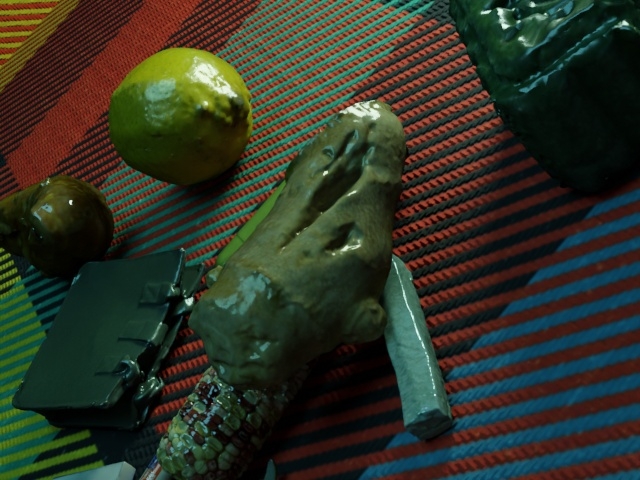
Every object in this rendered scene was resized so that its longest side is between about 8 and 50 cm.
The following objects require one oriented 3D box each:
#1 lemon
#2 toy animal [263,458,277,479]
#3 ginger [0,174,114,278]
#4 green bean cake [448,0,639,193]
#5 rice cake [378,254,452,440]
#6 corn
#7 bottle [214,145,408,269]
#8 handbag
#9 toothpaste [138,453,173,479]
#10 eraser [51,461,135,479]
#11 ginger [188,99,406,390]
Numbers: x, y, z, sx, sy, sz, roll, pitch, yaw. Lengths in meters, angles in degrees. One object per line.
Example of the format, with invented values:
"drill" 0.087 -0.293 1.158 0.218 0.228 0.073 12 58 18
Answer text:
"lemon" -0.205 -0.182 1.611 0.260 0.204 0.204 -7 50 44
"toy animal" -0.123 0.306 1.067 0.155 0.095 0.219 -13 44 38
"ginger" -0.431 -0.021 1.775 0.321 0.172 0.165 -4 89 57
"green bean cake" 0.295 -0.240 1.080 0.308 0.169 0.300 -37 32 17
"rice cake" 0.085 0.098 1.087 0.045 0.042 0.245 -36 32 16
"corn" -0.064 0.145 1.173 0.290 0.098 0.098 -53 31 -15
"bottle" -0.004 -0.030 1.275 0.260 0.112 0.112 -48 31 -1
"handbag" -0.282 0.134 1.477 0.260 0.079 0.247 -9 49 46
"toothpaste" -0.156 0.223 1.266 0.052 0.033 0.218 5 55 47
"eraser" -0.293 0.328 1.325 0.150 0.023 0.104 -20 41 38
"ginger" 0.000 0.000 1.122 0.190 0.126 0.354 15 64 18
